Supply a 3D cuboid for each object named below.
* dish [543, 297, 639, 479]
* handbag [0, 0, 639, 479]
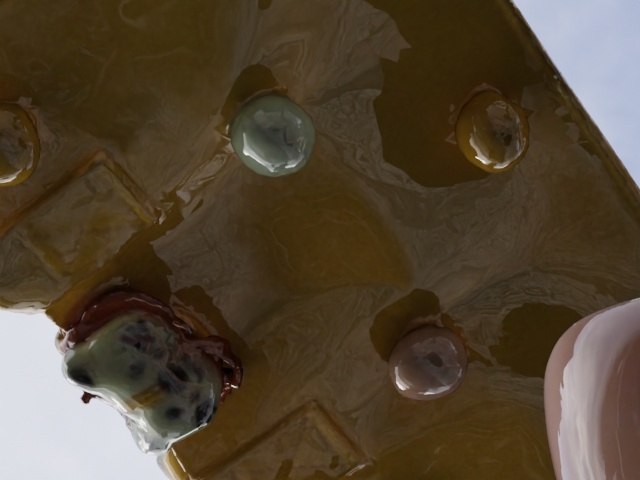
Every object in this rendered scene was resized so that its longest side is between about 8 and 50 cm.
[{"bbox_3d":[0.175,0.098,0.565,0.213,0.090,0.213,8,-42,8],"label":"dish"},{"bbox_3d":[0.000,0.000,0.830,0.283,0.133,0.401,-33,-63,8],"label":"handbag"}]
